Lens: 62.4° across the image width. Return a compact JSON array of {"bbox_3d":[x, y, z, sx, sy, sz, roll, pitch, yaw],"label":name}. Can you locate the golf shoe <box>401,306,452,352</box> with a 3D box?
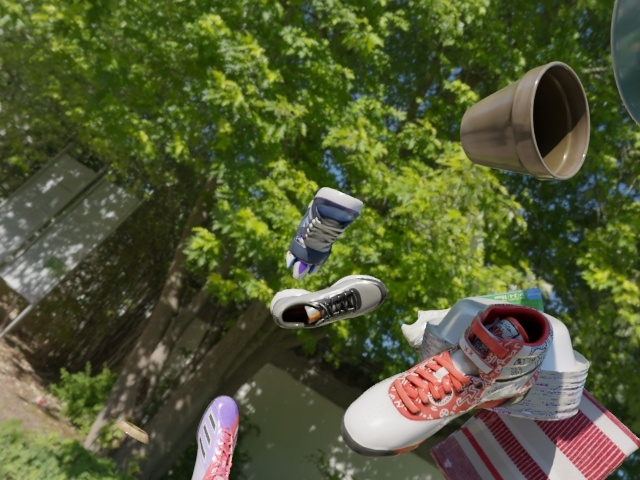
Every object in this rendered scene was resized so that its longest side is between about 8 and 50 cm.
[{"bbox_3d":[0.268,0.182,1.233,0.086,0.176,0.069,47,-22,36],"label":"golf shoe"}]

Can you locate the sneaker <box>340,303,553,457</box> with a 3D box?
[{"bbox_3d":[0.151,0.154,0.623,0.090,0.270,0.145,-122,-152,-45],"label":"sneaker"}]

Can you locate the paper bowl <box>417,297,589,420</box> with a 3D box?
[{"bbox_3d":[0.328,0.196,0.956,0.284,0.148,0.284,10,7,-1],"label":"paper bowl"}]

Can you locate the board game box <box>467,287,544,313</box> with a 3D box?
[{"bbox_3d":[0.417,0.219,1.154,0.039,0.160,0.212,153,-71,-79],"label":"board game box"}]

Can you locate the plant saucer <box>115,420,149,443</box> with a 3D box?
[{"bbox_3d":[-0.401,0.410,1.138,0.083,0.015,0.083,27,-21,11],"label":"plant saucer"}]

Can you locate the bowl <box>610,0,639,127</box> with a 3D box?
[{"bbox_3d":[0.588,-0.313,0.776,0.163,0.312,0.311,-10,-33,3],"label":"bowl"}]

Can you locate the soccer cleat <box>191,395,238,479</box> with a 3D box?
[{"bbox_3d":[-0.249,0.534,1.262,0.108,0.318,0.116,25,-25,-26],"label":"soccer cleat"}]

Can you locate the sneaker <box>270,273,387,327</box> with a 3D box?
[{"bbox_3d":[0.021,0.151,1.200,0.108,0.271,0.100,-105,-177,-76],"label":"sneaker"}]

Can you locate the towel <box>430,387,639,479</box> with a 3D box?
[{"bbox_3d":[0.396,0.403,1.019,0.037,0.329,0.237,46,5,-38],"label":"towel"}]

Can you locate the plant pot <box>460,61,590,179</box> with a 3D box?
[{"bbox_3d":[0.582,-0.332,1.562,0.280,0.323,0.323,3,-41,52],"label":"plant pot"}]

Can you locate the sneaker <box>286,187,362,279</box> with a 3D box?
[{"bbox_3d":[-0.001,0.000,1.420,0.130,0.236,0.323,22,-8,-11],"label":"sneaker"}]
